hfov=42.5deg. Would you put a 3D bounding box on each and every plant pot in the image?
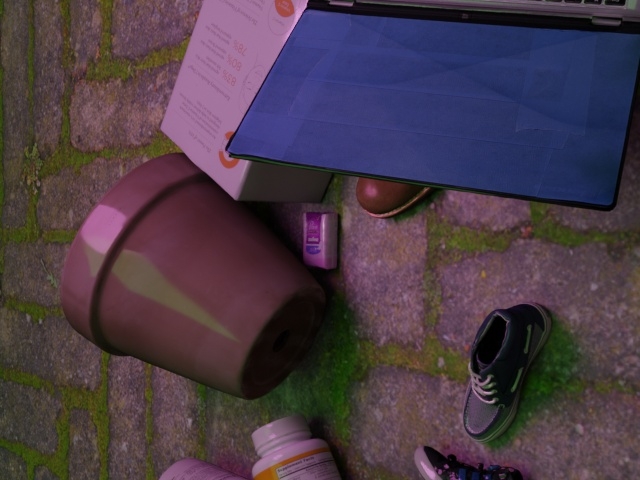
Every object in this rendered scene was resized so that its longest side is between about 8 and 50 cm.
[{"bbox_3d":[-0.157,0.074,1.189,0.280,0.323,0.323,31,112,24],"label":"plant pot"}]

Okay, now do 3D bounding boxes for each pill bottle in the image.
[{"bbox_3d":[-0.023,0.360,1.155,0.117,0.117,0.215,-41,62,38],"label":"pill bottle"},{"bbox_3d":[-0.148,0.427,1.273,0.229,0.131,0.131,5,94,46],"label":"pill bottle"}]

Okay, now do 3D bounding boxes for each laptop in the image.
[{"bbox_3d":[0.130,-0.278,0.808,0.382,0.236,0.407,10,109,19],"label":"laptop"}]

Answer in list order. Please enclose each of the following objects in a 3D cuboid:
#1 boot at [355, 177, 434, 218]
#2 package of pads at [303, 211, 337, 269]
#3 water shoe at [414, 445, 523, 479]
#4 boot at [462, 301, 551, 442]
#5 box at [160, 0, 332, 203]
[{"bbox_3d":[0.119,-0.143,1.013,0.305,0.115,0.112,-50,59,35],"label":"boot"},{"bbox_3d":[0.000,0.000,1.192,0.050,0.032,0.083,3,92,43],"label":"package of pads"},{"bbox_3d":[0.203,0.296,0.974,0.203,0.073,0.080,37,93,35],"label":"water shoe"},{"bbox_3d":[0.194,0.156,0.955,0.069,0.086,0.190,34,113,40],"label":"boot"},{"bbox_3d":[-0.056,-0.252,1.152,0.215,0.168,0.345,42,118,37],"label":"box"}]
